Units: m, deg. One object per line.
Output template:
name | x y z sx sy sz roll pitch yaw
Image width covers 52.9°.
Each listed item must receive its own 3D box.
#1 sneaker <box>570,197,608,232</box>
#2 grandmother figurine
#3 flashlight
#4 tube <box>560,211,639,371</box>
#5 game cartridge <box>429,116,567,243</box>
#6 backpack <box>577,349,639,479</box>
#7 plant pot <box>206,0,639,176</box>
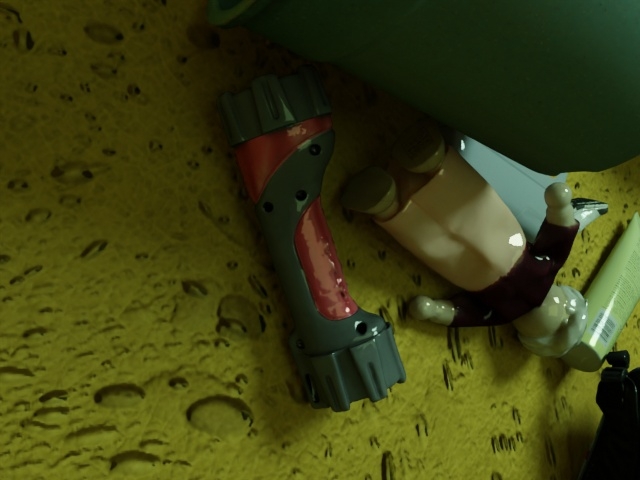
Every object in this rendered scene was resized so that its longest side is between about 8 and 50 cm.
sneaker | 0.330 -0.029 0.835 0.109 0.040 0.043 -12 109 -28
grandmother figurine | 0.188 0.018 0.697 0.342 0.208 0.104 42 23 -30
flashlight | 0.000 0.000 0.593 0.103 0.103 0.303 -25 98 -33
tube | 0.389 0.070 0.852 0.062 0.070 0.240 32 59 22
game cartridge | 0.230 -0.165 0.773 0.198 0.062 0.297 29 72 -31
backpack | 0.431 0.301 0.743 0.213 0.276 0.263 8 115 -29
plant pot | 0.141 -0.235 0.517 0.334 0.341 0.341 27 73 -26
